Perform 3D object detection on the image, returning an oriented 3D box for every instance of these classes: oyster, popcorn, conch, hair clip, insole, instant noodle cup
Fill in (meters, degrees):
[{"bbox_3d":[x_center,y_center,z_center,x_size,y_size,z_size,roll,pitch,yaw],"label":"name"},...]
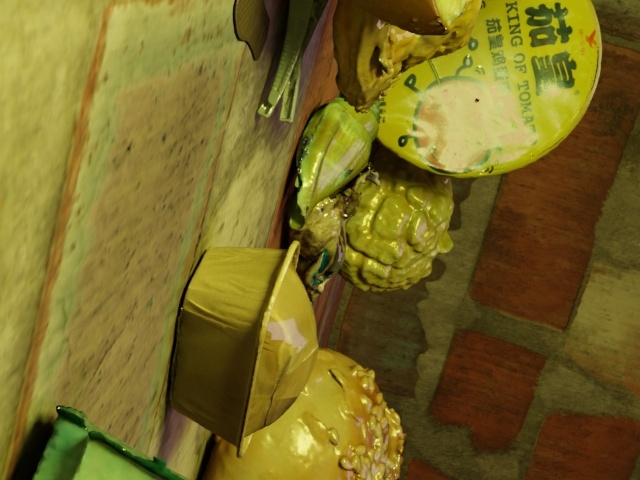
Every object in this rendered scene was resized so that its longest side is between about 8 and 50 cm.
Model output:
[{"bbox_3d":[0.000,0.000,1.340,0.214,0.083,0.223,-59,171,-59],"label":"oyster"},{"bbox_3d":[0.091,-0.052,1.654,0.237,0.251,0.206,-40,150,3],"label":"popcorn"},{"bbox_3d":[0.013,-0.105,1.203,0.201,0.079,0.095,-56,146,-46],"label":"conch"},{"bbox_3d":[-0.023,-0.150,0.839,0.039,0.030,0.115,9,96,-66],"label":"hair clip"},{"bbox_3d":[-0.045,-0.149,0.724,0.135,0.002,0.045,64,44,-84],"label":"insole"},{"bbox_3d":[0.202,-0.279,1.489,0.254,0.326,0.325,-86,-171,-64],"label":"instant noodle cup"}]

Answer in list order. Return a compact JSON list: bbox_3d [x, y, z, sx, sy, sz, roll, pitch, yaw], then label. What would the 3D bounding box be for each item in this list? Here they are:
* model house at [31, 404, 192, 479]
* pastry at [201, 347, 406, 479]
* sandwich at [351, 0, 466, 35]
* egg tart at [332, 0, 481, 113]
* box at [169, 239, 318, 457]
[{"bbox_3d":[-0.098,0.173,0.505,0.148,0.148,0.119,-58,176,-15],"label":"model house"},{"bbox_3d":[-0.011,0.275,1.239,0.284,0.184,0.315,-51,161,-30],"label":"pastry"},{"bbox_3d":[0.028,-0.225,0.660,0.244,0.088,0.090,64,40,-50],"label":"sandwich"},{"bbox_3d":[0.079,-0.247,0.879,0.294,0.123,0.294,-174,-90,-89],"label":"egg tart"},{"bbox_3d":[-0.054,0.080,0.825,0.111,0.111,0.177,-68,173,-51],"label":"box"}]
